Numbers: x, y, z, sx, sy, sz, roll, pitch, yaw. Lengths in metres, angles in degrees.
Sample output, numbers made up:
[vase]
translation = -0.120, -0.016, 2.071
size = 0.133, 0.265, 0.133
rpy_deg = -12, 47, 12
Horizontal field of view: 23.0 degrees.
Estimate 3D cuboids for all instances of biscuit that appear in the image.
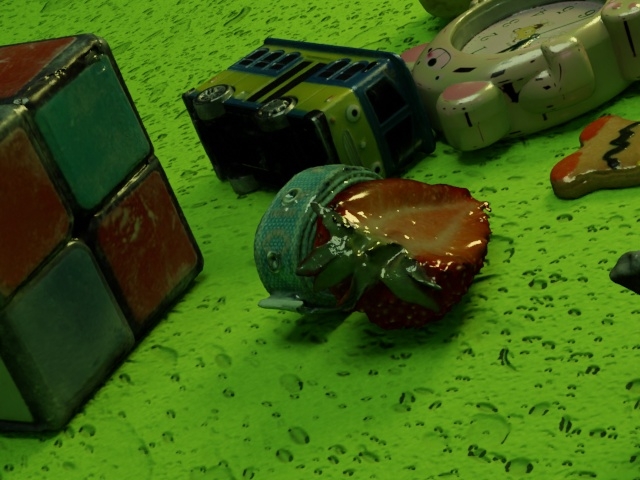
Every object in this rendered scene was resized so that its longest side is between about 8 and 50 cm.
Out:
[biscuit]
translation = 0.372, -0.100, 1.644
size = 0.250, 0.036, 0.165
rpy_deg = -1, 34, 36

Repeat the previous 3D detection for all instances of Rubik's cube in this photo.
[Rubik's cube]
translation = -0.369, -0.009, 1.706
size = 0.316, 0.313, 0.318
rpy_deg = -3, 33, 34

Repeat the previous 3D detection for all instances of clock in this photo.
[clock]
translation = 0.255, -0.227, 1.886
size = 0.309, 0.114, 0.284
rpy_deg = -26, 28, -6

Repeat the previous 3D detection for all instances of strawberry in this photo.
[strawberry]
translation = 0.076, 0.005, 1.563
size = 0.174, 0.098, 0.228
rpy_deg = 25, 30, 8

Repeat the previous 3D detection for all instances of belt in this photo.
[belt]
translation = 0.006, -0.004, 1.620
size = 0.082, 0.147, 0.163
rpy_deg = 0, 5, 43

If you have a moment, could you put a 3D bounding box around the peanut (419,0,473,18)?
[peanut]
translation = 0.236, -0.397, 2.212
size = 0.253, 0.122, 0.137
rpy_deg = -26, 17, -14

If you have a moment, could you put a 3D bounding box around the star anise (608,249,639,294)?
[star anise]
translation = 0.372, 0.020, 1.269
size = 0.283, 0.129, 0.212
rpy_deg = -38, 20, -34

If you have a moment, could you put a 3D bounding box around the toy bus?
[toy bus]
translation = -0.018, -0.144, 1.901
size = 0.175, 0.138, 0.288
rpy_deg = -36, 29, -26
